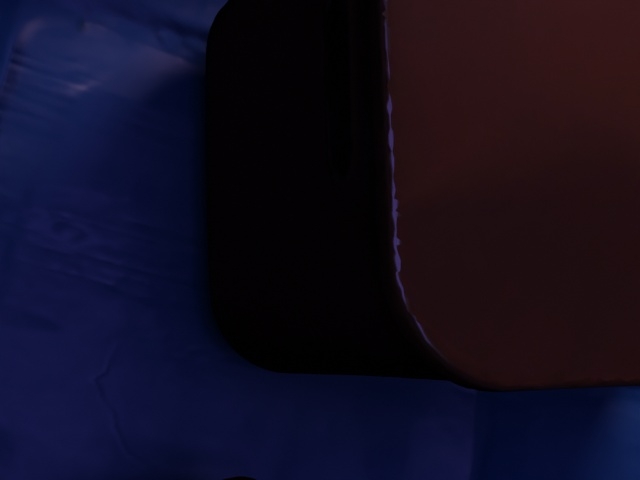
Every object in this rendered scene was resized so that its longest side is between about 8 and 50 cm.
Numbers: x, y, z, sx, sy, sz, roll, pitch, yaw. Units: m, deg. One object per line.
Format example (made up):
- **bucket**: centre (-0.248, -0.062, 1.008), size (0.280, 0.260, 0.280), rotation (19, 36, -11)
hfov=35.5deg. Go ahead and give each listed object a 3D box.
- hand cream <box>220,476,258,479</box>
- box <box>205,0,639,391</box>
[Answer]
- **hand cream**: centre (-0.047, 0.212, 0.440), size (0.125, 0.193, 0.193), rotation (-21, 90, -25)
- **box**: centre (0.126, -0.046, 0.515), size (0.339, 0.229, 0.239), rotation (2, 81, -25)
